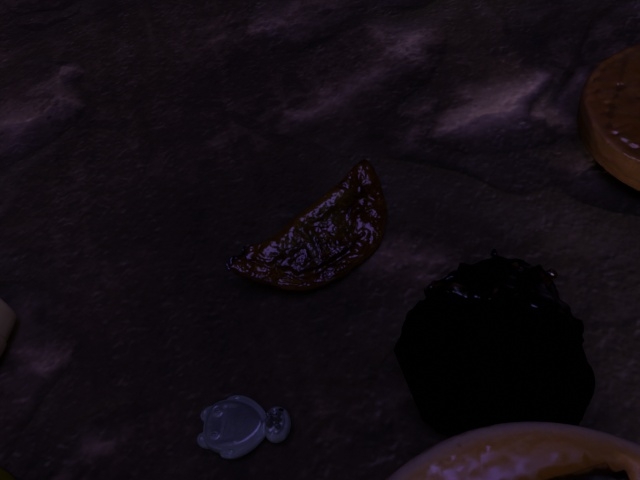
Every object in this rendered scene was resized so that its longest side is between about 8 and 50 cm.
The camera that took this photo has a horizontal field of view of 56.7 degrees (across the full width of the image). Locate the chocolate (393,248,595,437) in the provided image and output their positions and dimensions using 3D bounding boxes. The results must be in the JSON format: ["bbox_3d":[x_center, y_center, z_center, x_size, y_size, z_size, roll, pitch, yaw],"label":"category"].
[{"bbox_3d":[0.152,0.071,0.490,0.156,0.156,0.133,16,32,21],"label":"chocolate"}]

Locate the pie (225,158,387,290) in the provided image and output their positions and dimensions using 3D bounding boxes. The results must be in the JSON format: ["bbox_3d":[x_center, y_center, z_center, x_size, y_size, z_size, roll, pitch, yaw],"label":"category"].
[{"bbox_3d":[0.003,0.000,0.607,0.191,0.033,0.088,-37,72,-17],"label":"pie"}]

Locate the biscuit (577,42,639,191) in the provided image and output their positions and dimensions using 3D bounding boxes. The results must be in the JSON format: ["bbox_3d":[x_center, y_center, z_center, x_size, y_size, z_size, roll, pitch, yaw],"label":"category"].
[{"bbox_3d":[0.438,-0.100,0.580,0.354,0.052,0.275,18,60,23],"label":"biscuit"}]

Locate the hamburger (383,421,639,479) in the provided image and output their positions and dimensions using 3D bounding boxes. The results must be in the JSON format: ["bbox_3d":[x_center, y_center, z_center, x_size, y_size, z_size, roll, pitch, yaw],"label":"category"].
[{"bbox_3d":[0.130,0.249,0.325,0.301,0.170,0.302,-8,52,10],"label":"hamburger"}]

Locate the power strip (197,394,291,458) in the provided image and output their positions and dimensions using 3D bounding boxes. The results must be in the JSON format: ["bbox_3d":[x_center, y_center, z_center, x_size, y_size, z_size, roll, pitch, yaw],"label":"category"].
[{"bbox_3d":[-0.067,0.157,0.508,0.083,0.035,0.055,-5,55,10],"label":"power strip"}]

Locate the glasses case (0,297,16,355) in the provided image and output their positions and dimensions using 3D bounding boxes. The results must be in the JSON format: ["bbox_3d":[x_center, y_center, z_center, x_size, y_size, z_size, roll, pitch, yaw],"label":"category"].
[{"bbox_3d":[-0.477,0.064,0.592,0.312,0.131,0.070,3,56,13],"label":"glasses case"}]

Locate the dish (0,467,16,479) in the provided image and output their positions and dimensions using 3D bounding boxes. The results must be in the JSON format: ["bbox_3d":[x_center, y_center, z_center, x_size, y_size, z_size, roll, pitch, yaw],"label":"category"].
[{"bbox_3d":[-0.353,0.280,0.432,0.220,0.108,0.263,-9,54,6],"label":"dish"}]
